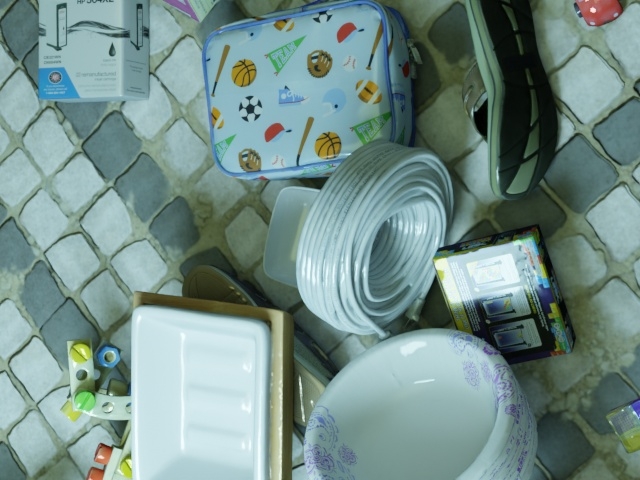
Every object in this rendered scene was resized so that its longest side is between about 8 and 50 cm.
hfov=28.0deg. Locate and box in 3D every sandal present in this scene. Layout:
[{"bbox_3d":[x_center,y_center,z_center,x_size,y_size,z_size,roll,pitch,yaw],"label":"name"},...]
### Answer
[{"bbox_3d":[0.233,-0.202,1.672,0.086,0.120,0.303,-12,85,50],"label":"sandal"}]

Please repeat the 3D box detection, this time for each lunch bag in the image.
[{"bbox_3d":[-0.010,-0.209,1.760,0.303,0.115,0.243,-6,87,23],"label":"lunch bag"}]

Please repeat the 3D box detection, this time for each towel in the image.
[{"bbox_3d":[0.416,0.233,1.650,0.083,0.009,0.060,-29,80,21],"label":"towel"}]

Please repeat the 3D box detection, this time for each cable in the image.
[{"bbox_3d":[0.074,-0.004,1.655,0.089,0.257,0.257,27,91,33],"label":"cable"}]

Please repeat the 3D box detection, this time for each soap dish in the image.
[{"bbox_3d":[-0.141,0.216,1.732,0.228,0.118,0.291,6,102,25],"label":"soap dish"}]

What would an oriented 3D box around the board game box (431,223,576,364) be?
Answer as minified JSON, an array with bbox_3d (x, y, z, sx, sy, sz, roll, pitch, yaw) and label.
[{"bbox_3d":[0.239,0.077,1.670,0.141,0.048,0.170,-13,107,23],"label":"board game box"}]

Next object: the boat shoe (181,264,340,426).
[{"bbox_3d":[-0.076,0.142,1.807,0.285,0.092,0.103,42,114,13],"label":"boat shoe"}]

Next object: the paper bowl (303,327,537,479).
[{"bbox_3d":[0.134,0.261,1.613,0.284,0.148,0.284,-20,41,18],"label":"paper bowl"}]

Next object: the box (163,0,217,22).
[{"bbox_3d":[-0.193,-0.466,1.777,0.213,0.117,0.243,32,79,19],"label":"box"}]

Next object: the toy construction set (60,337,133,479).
[{"bbox_3d":[-0.320,0.315,1.862,0.215,0.151,0.328,21,99,-16],"label":"toy construction set"}]

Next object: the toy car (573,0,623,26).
[{"bbox_3d":[0.295,-0.408,1.656,0.225,0.053,0.239,13,96,21],"label":"toy car"}]

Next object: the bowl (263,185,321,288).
[{"bbox_3d":[0.000,0.000,1.792,0.142,0.053,0.142,15,98,22],"label":"bowl"}]

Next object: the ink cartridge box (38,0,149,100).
[{"bbox_3d":[-0.336,-0.309,1.903,0.148,0.086,0.203,0,92,22],"label":"ink cartridge box"}]
